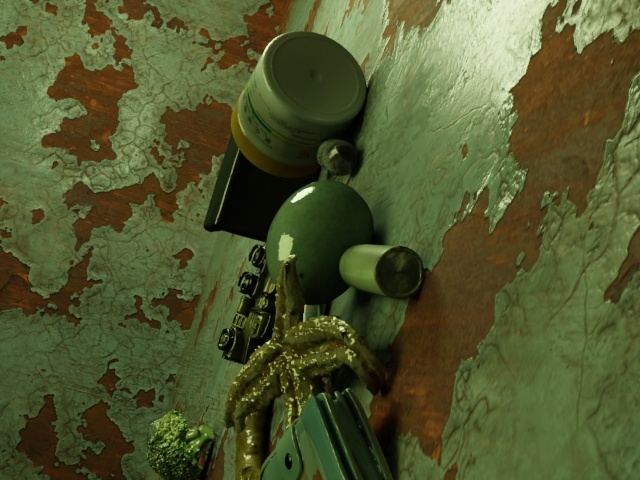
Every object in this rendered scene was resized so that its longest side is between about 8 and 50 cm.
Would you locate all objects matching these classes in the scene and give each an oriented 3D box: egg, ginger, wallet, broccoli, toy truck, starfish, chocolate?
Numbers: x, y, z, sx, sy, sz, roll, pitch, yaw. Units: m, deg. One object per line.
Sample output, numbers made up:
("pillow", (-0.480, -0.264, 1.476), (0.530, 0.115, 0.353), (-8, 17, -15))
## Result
("egg", (0.000, 0.000, 1.477), (0.169, 0.169, 0.236), (-56, 6, 51))
("ginger", (-0.137, 0.387, 1.791), (0.299, 0.065, 0.118), (-91, 9, -59))
("wallet", (0.002, 0.321, 1.183), (0.176, 0.075, 0.250), (65, 145, 32))
("broccoli", (-0.366, 0.542, 2.359), (0.176, 0.226, 0.198), (-27, 79, 23))
("toy truck", (-0.106, 0.143, 1.862), (0.127, 0.127, 0.257), (25, 92, 56))
("starfish", (-0.035, 0.242, 1.380), (0.324, 0.082, 0.432), (54, 134, 39))
("chocolate", (0.033, -0.167, 1.806), (0.167, 0.072, 0.072), (-139, 67, -77))

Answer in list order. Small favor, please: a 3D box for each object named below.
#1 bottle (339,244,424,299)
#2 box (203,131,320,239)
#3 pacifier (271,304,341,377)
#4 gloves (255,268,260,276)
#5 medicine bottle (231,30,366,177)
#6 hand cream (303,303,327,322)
("bottle", (0.083, 0.042, 1.296), (0.201, 0.072, 0.072), (-176, 103, -78))
("box", (-0.128, -0.165, 2.189), (0.251, 0.204, 0.345), (175, 112, -76))
("pacifier", (-0.022, 0.167, 1.496), (0.127, 0.116, 0.150), (83, -175, -46))
("gloves", (-0.094, 0.090, 1.988), (0.119, 0.097, 0.229), (-2, 62, 45))
("medicine bottle", (-0.050, -0.289, 1.935), (0.232, 0.237, 0.238), (128, 156, -56))
("hand cream", (-0.026, 0.140, 1.659), (0.111, 0.070, 0.312), (145, 137, -66))
